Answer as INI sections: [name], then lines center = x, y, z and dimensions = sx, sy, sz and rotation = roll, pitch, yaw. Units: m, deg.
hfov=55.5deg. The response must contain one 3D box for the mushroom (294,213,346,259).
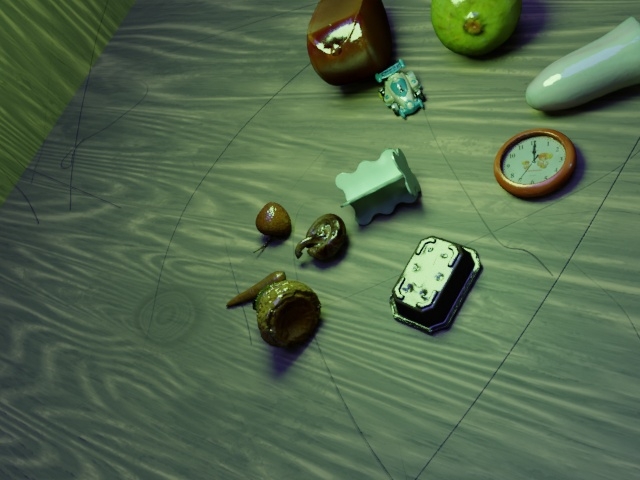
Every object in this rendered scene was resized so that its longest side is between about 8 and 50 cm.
[mushroom]
center = 0.001, 0.001, 1.727
dimensions = 0.171, 0.080, 0.135
rotation = -32, 39, 9

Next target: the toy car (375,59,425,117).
[toy car]
center = 0.243, -0.463, 1.867
dimensions = 0.126, 0.098, 0.161
rotation = -28, 50, 13

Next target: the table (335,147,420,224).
[table]
center = 0.154, -0.147, 1.692
dimensions = 0.198, 0.166, 0.166
rotation = -26, 52, 22

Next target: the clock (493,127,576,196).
[clock]
center = 0.550, -0.200, 1.565
dimensions = 0.205, 0.051, 0.205
rotation = -15, 55, 22

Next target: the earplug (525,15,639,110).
[earplug]
center = 0.682, -0.426, 1.573
dimensions = 0.301, 0.172, 0.172
rotation = -23, 52, 22

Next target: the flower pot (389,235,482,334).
[flower pot]
center = 0.275, 0.094, 1.514
dimensions = 0.179, 0.084, 0.250
rotation = 22, 73, 36

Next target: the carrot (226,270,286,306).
[carrot]
center = -0.190, 0.147, 1.767
dimensions = 0.216, 0.048, 0.048
rotation = -29, 51, 17

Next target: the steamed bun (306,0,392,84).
[steamed bun]
center = 0.101, -0.642, 1.954
dimensions = 0.235, 0.248, 0.379
rotation = -15, 39, 23

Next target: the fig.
[fig]
center = 0.455, -0.701, 1.815
dimensions = 0.258, 0.258, 0.326
rotation = -19, 36, 18

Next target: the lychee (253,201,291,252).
[lychee]
center = -0.148, -0.049, 1.833
dimensions = 0.115, 0.140, 0.101
rotation = -3, 45, -18

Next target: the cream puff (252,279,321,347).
[cream puff]
center = -0.112, 0.180, 1.631
dimensions = 0.183, 0.183, 0.169
rotation = -51, 39, -8
